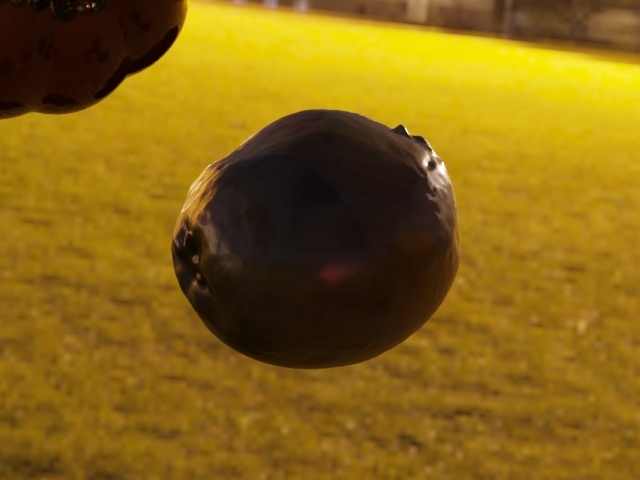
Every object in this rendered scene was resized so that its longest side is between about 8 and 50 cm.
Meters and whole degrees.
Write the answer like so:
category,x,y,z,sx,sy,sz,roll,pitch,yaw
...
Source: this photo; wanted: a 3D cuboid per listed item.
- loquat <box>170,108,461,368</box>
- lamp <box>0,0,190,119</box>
category,x,y,z,sx,sy,sz,roll,pitch,yaw
loquat,0.000,0.000,1.318,0.179,0.179,0.227,8,22,26
lamp,-0.166,-0.176,1.053,0.223,0.223,0.196,3,2,-23
